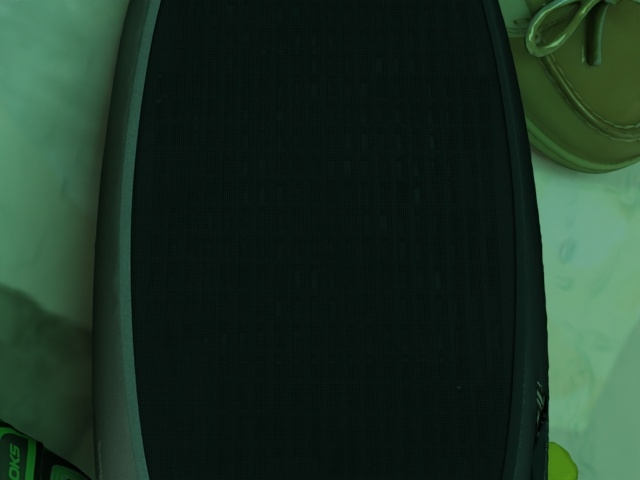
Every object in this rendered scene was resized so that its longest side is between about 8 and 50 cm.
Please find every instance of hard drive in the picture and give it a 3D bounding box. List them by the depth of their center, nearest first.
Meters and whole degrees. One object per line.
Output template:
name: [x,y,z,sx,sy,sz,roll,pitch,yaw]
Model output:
hard drive: [0.000,0.000,0.731,0.172,0.054,0.254,0,60,-2]

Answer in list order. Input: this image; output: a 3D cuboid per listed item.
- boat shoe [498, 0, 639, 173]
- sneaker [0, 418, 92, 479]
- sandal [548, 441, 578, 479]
boat shoe: [0.090,-0.160,0.852,0.104,0.089,0.285,-33,104,-26]
sneaker: [-0.183,0.197,0.660,0.146,0.134,0.343,45,47,-7]
sandal: [0.046,0.133,0.754,0.138,0.126,0.317,-21,55,-13]
